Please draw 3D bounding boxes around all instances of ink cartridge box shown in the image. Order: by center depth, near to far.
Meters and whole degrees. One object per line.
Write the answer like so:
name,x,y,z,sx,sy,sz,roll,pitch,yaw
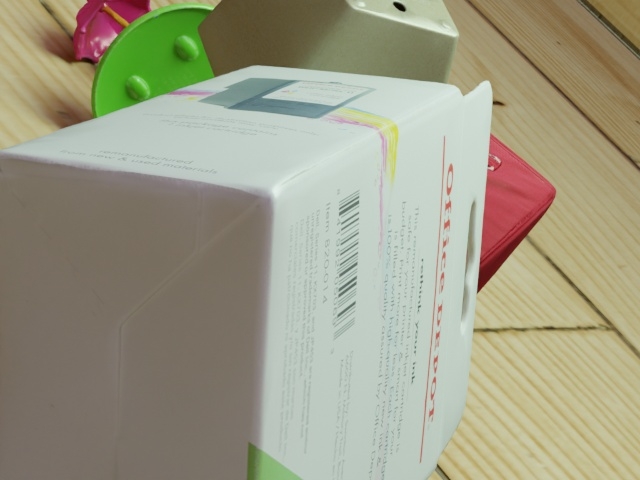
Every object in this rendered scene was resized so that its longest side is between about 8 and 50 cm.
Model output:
ink cartridge box,-0.020,0.036,0.803,0.119,0.207,0.353,8,14,17

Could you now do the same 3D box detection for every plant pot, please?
plant pot,0.013,-0.106,0.957,0.109,0.096,0.109,11,41,-33

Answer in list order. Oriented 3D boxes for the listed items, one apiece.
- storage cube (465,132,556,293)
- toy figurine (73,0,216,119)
storage cube,0.000,0.000,1.086,0.183,0.215,0.193,41,28,7
toy figurine,-0.119,-0.131,1.321,0.173,0.130,0.159,49,1,-38
